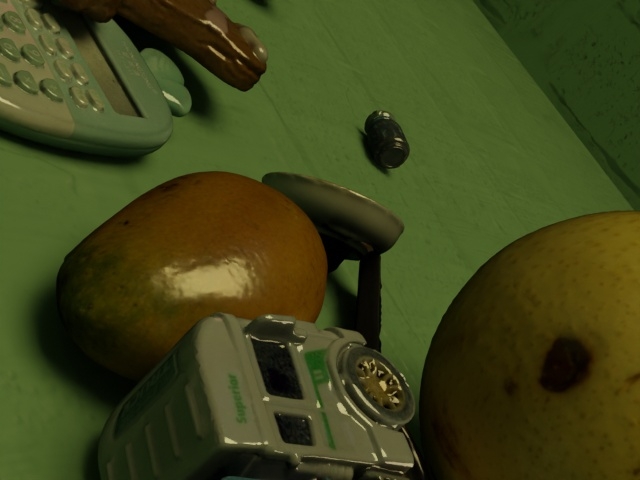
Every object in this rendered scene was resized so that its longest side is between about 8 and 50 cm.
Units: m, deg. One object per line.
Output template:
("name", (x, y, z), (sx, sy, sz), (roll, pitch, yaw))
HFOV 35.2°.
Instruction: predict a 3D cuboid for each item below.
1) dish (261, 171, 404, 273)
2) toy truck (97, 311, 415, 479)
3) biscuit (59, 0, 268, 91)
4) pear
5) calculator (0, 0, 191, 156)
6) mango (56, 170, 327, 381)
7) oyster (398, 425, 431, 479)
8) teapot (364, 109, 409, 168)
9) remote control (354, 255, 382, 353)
("dish", (0.000, 0.000, 0.933), (0.141, 0.078, 0.141), (19, -11, 4))
("toy truck", (-0.006, 0.205, 0.501), (0.175, 0.146, 0.367), (22, 34, -39))
("biscuit", (-0.224, -0.281, 0.921), (0.432, 0.064, 0.283), (24, 21, -45))
("pear", (0.251, 0.151, 0.798), (0.348, 0.348, 0.348), (39, 24, -21))
("calculator", (-0.214, -0.143, 0.818), (0.295, 0.042, 0.184), (3, 49, -56))
("mango", (-0.078, 0.028, 0.679), (0.151, 0.120, 0.221), (29, 26, 8))
("oyster", (0.069, 0.227, 0.692), (0.128, 0.078, 0.345), (17, 45, -55))
("teapot", (0.092, -0.129, 1.327), (0.063, 0.049, 0.083), (33, 27, -32))
("remote control", (0.041, 0.094, 0.884), (0.025, 0.063, 0.245), (2, 28, 3))
